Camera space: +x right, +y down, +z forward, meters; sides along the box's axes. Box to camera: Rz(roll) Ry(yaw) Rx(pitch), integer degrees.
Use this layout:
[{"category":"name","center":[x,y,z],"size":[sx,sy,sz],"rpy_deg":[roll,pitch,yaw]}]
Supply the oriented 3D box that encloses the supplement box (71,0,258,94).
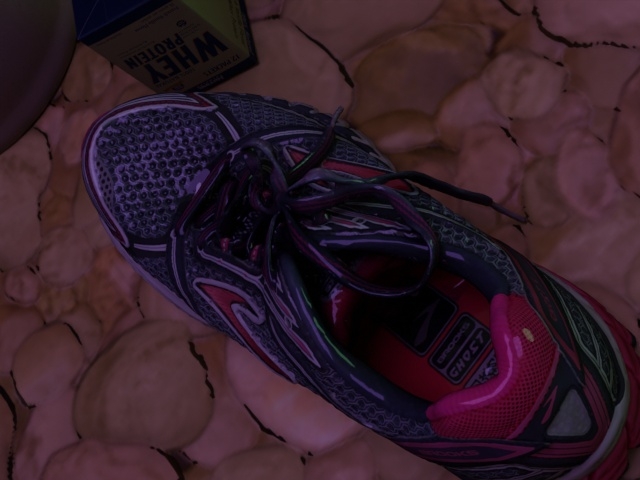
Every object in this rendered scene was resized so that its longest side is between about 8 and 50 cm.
[{"category":"supplement box","center":[-0.083,-0.130,0.624],"size":[0.056,0.083,0.083],"rpy_deg":[-23,63,21]}]

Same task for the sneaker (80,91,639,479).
[{"category":"sneaker","center":[0.000,0.000,0.514],"size":[0.299,0.112,0.121],"rpy_deg":[27,87,35]}]

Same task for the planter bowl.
[{"category":"planter bowl","center":[-0.237,-0.134,0.699],"size":[0.162,0.109,0.162],"rpy_deg":[-10,68,26]}]
